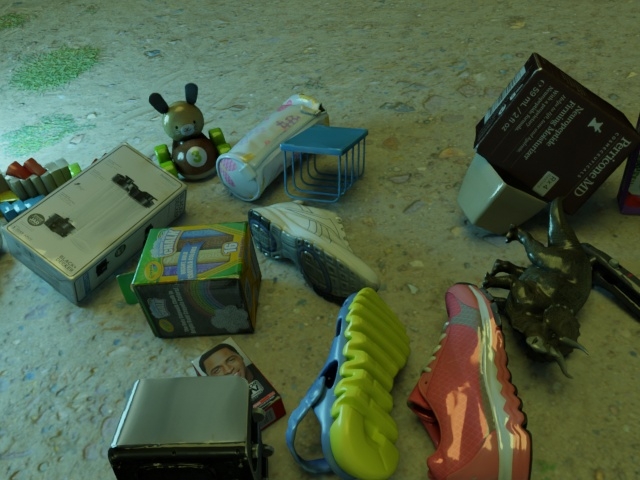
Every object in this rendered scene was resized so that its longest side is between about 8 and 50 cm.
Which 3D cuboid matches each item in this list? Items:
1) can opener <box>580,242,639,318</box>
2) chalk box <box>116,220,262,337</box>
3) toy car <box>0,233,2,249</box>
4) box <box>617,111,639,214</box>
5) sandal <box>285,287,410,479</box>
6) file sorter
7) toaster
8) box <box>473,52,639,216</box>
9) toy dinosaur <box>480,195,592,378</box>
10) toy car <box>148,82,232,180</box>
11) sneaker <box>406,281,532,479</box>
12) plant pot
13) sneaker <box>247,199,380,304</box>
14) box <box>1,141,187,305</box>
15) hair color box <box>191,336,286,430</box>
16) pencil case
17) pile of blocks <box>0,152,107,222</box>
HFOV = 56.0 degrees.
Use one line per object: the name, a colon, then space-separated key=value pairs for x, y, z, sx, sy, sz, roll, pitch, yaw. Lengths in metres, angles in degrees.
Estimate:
can opener: x=0.455 y=0.066 z=0.904 sx=0.073 sy=0.059 sz=0.186 roll=-22 pitch=43 yaw=-15
chalk box: x=-0.214 y=0.065 z=0.969 sx=0.212 sy=0.133 sz=0.132 roll=-3 pitch=42 yaw=5
toy car: x=-0.699 y=0.011 z=1.110 sx=0.159 sy=0.136 sz=0.182 roll=-7 pitch=41 yaw=2
box: x=0.662 y=-0.128 z=0.977 sx=0.293 sy=0.201 sz=0.057 roll=4 pitch=44 yaw=13
sandal: x=0.034 y=0.185 z=0.808 sx=0.138 sy=0.126 sz=0.317 roll=-33 pitch=17 yaw=31
file sorter: x=0.011 y=-0.150 z=1.154 sx=0.118 sy=0.105 sz=0.170 roll=9 pitch=25 yaw=18
toaster: x=-0.153 y=0.257 z=0.720 sx=0.185 sy=0.168 sz=0.110 roll=-4 pitch=39 yaw=4
box: x=0.395 y=-0.186 z=1.029 sx=0.203 sy=0.169 sz=0.167 roll=34 pitch=29 yaw=-1
toy dinosaur: x=0.332 y=0.067 z=0.896 sx=0.160 sy=0.121 sz=0.314 roll=24 pitch=51 yaw=20
toy car: x=-0.285 y=-0.237 z=1.274 sx=0.154 sy=0.189 sz=0.149 roll=-20 pitch=42 yaw=-12
sneaker: x=0.177 y=0.175 z=0.790 sx=0.136 sy=0.116 sz=0.314 roll=-6 pitch=42 yaw=5
plant pot: x=0.302 y=-0.074 z=1.042 sx=0.108 sy=0.096 sz=0.109 roll=18 pitch=31 yaw=-29
sneaker: x=0.000 y=0.000 z=1.027 sx=0.129 sy=0.111 sz=0.297 roll=-29 pitch=46 yaw=-29
box: x=-0.403 y=-0.040 z=1.113 sx=0.169 sy=0.087 sz=0.290 roll=33 pitch=54 yaw=10
hair color box: x=-0.118 y=0.208 z=0.857 sx=0.072 sy=0.043 sz=0.141 roll=-32 pitch=45 yaw=-22
pencil case: x=-0.093 y=-0.197 z=1.252 sx=0.124 sy=0.114 sz=0.273 roll=1 pitch=38 yaw=45
pile of blocks: x=-0.564 y=-0.109 z=1.240 sx=0.361 sy=0.113 sz=0.149 roll=-9 pitch=41 yaw=1
